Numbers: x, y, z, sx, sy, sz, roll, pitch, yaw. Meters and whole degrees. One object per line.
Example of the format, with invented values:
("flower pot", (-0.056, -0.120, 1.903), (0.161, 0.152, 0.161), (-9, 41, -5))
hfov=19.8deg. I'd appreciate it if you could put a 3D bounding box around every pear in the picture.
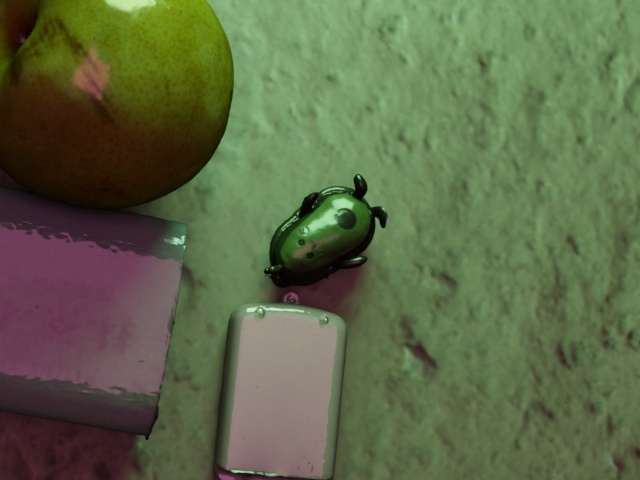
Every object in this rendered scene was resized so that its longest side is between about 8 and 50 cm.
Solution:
("pear", (-0.162, -0.123, 1.397), (0.208, 0.209, 0.209), (1, 85, -12))

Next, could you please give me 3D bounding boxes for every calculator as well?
("calculator", (-0.032, 0.127, 1.482), (0.100, 0.032, 0.175), (7, 83, -12))

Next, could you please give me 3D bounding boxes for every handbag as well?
("handbag", (0.000, 0.000, 1.493), (0.111, 0.047, 0.072), (-38, 92, -15))

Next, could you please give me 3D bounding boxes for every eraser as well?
("eraser", (-0.227, 0.050, 1.424), (0.227, 0.081, 0.174), (12, 83, -12))
